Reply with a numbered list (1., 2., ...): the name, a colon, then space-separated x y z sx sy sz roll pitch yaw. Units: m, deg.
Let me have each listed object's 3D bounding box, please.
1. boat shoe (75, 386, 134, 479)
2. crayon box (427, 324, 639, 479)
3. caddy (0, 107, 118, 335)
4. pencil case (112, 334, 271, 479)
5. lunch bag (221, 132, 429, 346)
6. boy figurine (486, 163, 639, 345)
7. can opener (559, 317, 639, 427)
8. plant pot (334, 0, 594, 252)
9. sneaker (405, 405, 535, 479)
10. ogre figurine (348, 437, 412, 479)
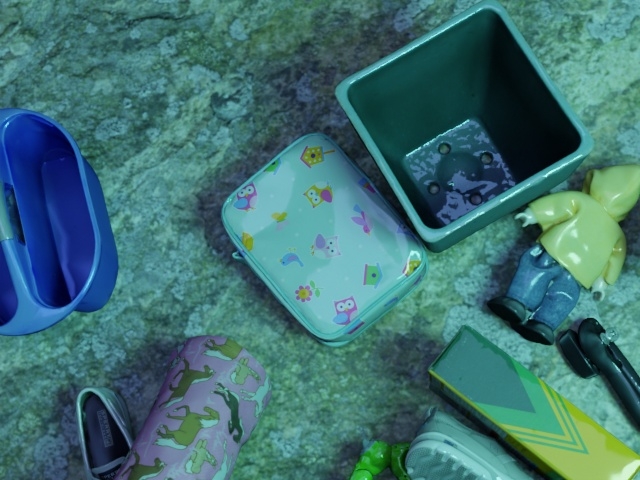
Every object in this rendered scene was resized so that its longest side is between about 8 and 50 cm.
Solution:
1. boat shoe: -0.291 0.328 1.497 0.095 0.084 0.258 -26 74 0
2. crayon box: 0.290 0.251 1.385 0.323 0.203 0.083 38 83 14
3. caddy: -0.437 -0.022 1.556 0.241 0.179 0.341 -18 74 1
4. pencil case: -0.186 0.300 1.367 0.160 0.167 0.386 -9 34 24
5. lunch bag: 0.000 0.000 1.532 0.224 0.108 0.279 -41 73 1
6. boy figurine: 0.348 0.000 1.490 0.177 0.092 0.285 36 80 -12
7. can opener: 0.412 0.187 1.470 0.059 0.073 0.186 -28 74 -41
8. plant pot: 0.191 -0.128 1.466 0.247 0.252 0.247 -30 75 -1
9. sneaker: 0.240 0.312 1.394 0.281 0.115 0.105 39 125 -14
10. ogre figurine: 0.123 0.331 1.441 0.197 0.097 0.118 4 83 13
